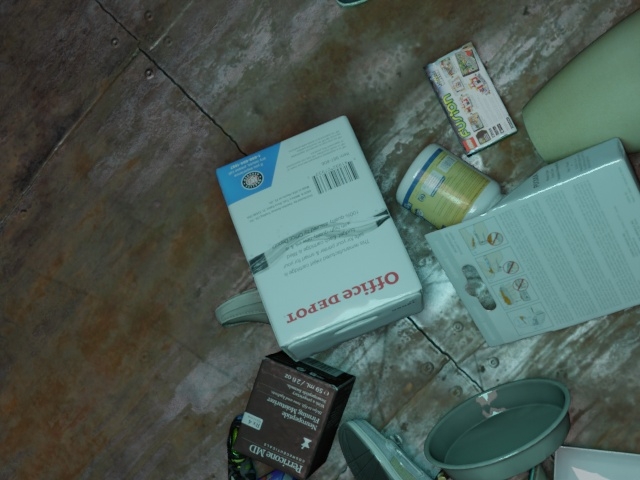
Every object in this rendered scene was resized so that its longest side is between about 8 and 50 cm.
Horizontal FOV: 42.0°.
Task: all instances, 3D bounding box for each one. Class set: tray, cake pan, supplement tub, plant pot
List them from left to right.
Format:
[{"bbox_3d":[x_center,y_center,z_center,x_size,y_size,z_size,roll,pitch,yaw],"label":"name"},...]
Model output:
[{"bbox_3d":[0.266,-0.084,1.650,0.199,0.144,0.144,35,97,13],"label":"supplement tub"},{"bbox_3d":[0.336,0.357,1.559,0.293,0.293,0.054,-25,99,13],"label":"cake pan"},{"bbox_3d":[0.528,-0.254,1.552,0.274,0.256,0.256,-26,82,28],"label":"plant pot"},{"bbox_3d":[0.590,0.481,1.615,0.270,0.030,0.145,3,89,15],"label":"tray"}]

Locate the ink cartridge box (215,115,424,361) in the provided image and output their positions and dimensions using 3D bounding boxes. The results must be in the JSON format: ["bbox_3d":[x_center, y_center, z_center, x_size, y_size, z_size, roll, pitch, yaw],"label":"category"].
[{"bbox_3d":[0.000,0.000,1.642,0.285,0.166,0.395,-22,69,2],"label":"ink cartridge box"}]

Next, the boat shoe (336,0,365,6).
[{"bbox_3d":[0.130,-0.582,1.729,0.254,0.079,0.095,-30,82,12],"label":"boat shoe"}]

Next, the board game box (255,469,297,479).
[{"bbox_3d":[-0.159,0.655,1.754,0.347,0.078,0.233,-31,96,12],"label":"board game box"}]

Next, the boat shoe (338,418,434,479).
[{"bbox_3d":[0.166,0.483,1.695,0.320,0.103,0.118,43,138,15],"label":"boat shoe"}]

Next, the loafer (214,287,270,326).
[{"bbox_3d":[-0.068,0.143,1.751,0.319,0.112,0.111,-14,77,13],"label":"loafer"}]

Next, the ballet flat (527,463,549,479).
[{"bbox_3d":[0.421,0.508,1.611,0.068,0.072,0.213,11,121,10],"label":"ballet flat"}]

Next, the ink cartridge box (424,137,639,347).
[{"bbox_3d":[0.436,0.020,1.575,0.385,0.091,0.308,-22,116,25],"label":"ink cartridge box"}]

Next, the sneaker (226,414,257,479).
[{"bbox_3d":[-0.176,0.471,1.789,0.067,0.078,0.188,0,91,14],"label":"sneaker"}]

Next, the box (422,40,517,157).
[{"bbox_3d":[0.304,-0.287,1.700,0.114,0.036,0.207,-26,83,13],"label":"box"}]

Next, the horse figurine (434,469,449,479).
[{"bbox_3d":[0.324,0.424,1.620,0.263,0.174,0.066,-26,90,19],"label":"horse figurine"}]

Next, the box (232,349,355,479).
[{"bbox_3d":[-0.051,0.351,1.713,0.168,0.167,0.203,20,94,14],"label":"box"}]
